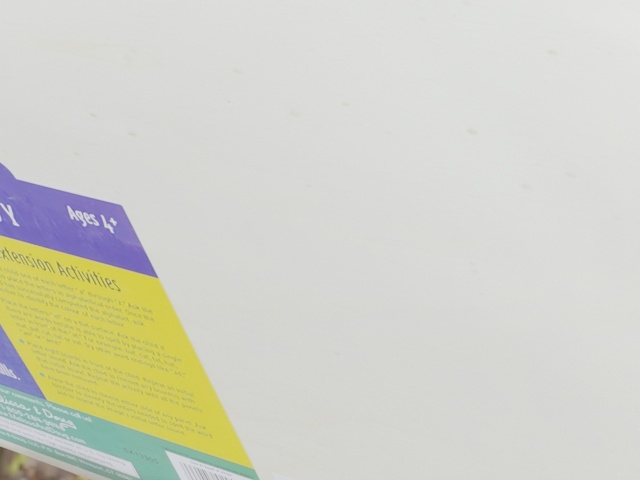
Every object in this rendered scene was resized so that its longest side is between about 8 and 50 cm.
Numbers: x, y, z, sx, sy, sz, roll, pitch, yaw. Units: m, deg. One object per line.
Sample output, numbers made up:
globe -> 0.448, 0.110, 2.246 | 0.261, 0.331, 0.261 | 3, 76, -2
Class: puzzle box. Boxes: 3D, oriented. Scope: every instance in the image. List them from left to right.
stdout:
puzzle box -> 0.000, 0.000, 0.463 | 0.409, 0.272, 0.052 | 14, 55, 31
